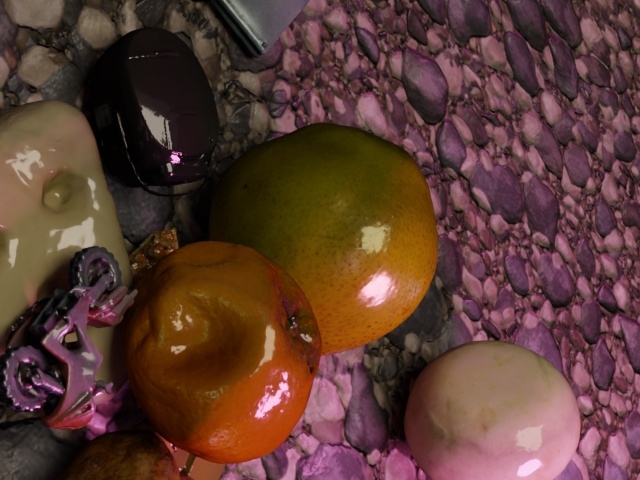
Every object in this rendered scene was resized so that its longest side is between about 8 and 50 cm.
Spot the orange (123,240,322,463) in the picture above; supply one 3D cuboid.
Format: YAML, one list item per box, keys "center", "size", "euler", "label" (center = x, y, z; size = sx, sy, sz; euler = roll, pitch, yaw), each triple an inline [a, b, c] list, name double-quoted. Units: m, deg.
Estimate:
- center: [-0.092, 0.120, 1.585]
  size: [0.249, 0.183, 0.249]
  euler: [-13, 90, -70]
  label: "orange"

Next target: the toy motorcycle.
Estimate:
- center: [-0.250, 0.106, 1.461]
  size: [0.118, 0.084, 0.212]
  euler: [55, 43, -27]
  label: "toy motorcycle"

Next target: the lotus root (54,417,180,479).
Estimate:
- center: [-0.227, 0.291, 1.548]
  size: [0.128, 0.145, 0.260]
  euler: [56, 45, -31]
  label: "lotus root"

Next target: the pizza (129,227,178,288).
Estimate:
- center: [-0.196, 0.065, 1.685]
  size: [0.134, 0.046, 0.175]
  euler: [29, 61, -70]
  label: "pizza"

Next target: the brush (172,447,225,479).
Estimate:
- center: [-0.176, 0.287, 1.675]
  size: [0.103, 0.047, 0.233]
  euler: [43, 52, -29]
  label: "brush"

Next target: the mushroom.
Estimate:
- center: [0.236, 0.258, 2.009]
  size: [0.202, 0.246, 0.246]
  euler: [93, 20, -51]
  label: "mushroom"

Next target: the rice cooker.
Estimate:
- center: [-0.200, -0.150, 1.720]
  size: [0.142, 0.118, 0.203]
  euler: [-4, 81, -47]
  label: "rice cooker"

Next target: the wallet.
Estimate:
- center: [-0.089, -0.427, 1.961]
  size: [0.251, 0.054, 0.290]
  euler: [49, 55, -18]
  label: "wallet"

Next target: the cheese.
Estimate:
- center: [-0.342, 0.054, 1.510]
  size: [0.351, 0.129, 0.328]
  euler: [-34, 108, -41]
  label: "cheese"

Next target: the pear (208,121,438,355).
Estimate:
- center: [0.000, 0.000, 1.783]
  size: [0.294, 0.294, 0.294]
  euler: [15, 69, -43]
  label: "pear"
